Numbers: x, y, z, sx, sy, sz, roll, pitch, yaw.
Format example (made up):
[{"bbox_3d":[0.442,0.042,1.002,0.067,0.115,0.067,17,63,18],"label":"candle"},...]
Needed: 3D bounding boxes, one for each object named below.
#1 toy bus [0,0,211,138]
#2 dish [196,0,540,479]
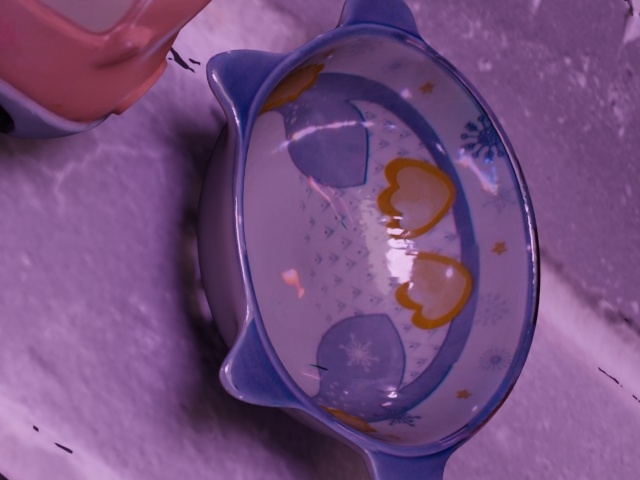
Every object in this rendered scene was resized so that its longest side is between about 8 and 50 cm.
[{"bbox_3d":[-0.130,-0.181,0.668,0.287,0.232,0.194,34,55,-32],"label":"toy bus"},{"bbox_3d":[0.000,0.000,0.849,0.228,0.086,0.236,33,59,-33],"label":"dish"}]
